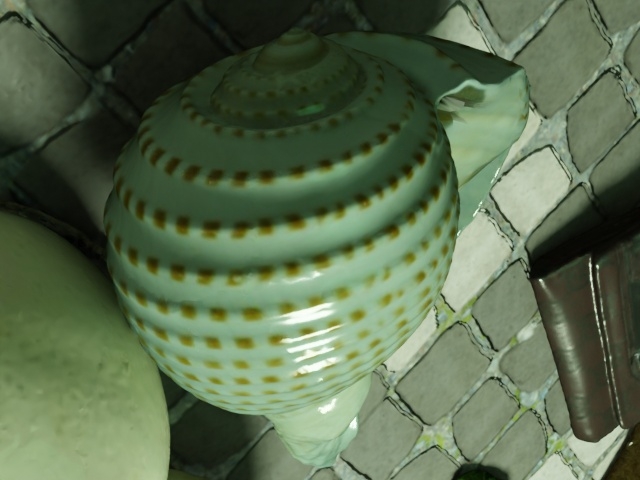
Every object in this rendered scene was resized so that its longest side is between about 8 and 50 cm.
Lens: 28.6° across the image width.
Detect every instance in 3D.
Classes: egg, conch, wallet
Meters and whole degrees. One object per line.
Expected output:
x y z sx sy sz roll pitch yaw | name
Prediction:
-0.213 0.118 0.767 0.286 0.174 0.264 24 96 -39 | egg
-0.012 -0.012 0.811 0.303 0.215 0.319 -43 166 -39 | conch
0.297 0.078 1.181 0.182 0.049 0.229 -26 124 -9 | wallet

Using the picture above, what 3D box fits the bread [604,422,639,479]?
0.411 0.227 1.331 0.165 0.113 0.416 18 104 -39 | bread

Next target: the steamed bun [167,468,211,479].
-0.086 0.265 0.958 0.152 0.170 0.238 -43 139 -40 | steamed bun

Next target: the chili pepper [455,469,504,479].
0.158 0.243 1.213 0.030 0.034 0.091 -34 142 30 | chili pepper
